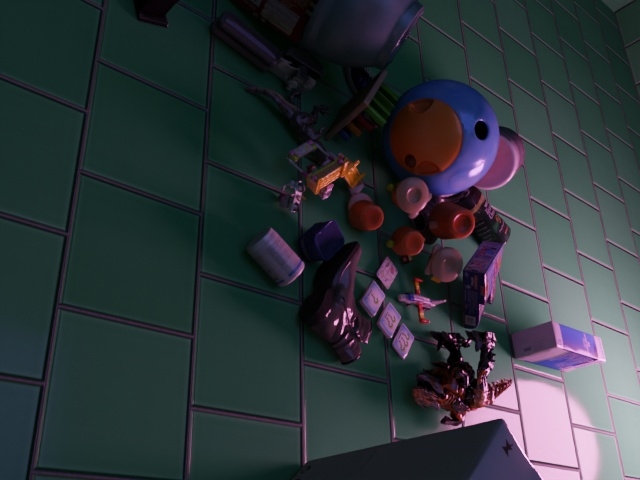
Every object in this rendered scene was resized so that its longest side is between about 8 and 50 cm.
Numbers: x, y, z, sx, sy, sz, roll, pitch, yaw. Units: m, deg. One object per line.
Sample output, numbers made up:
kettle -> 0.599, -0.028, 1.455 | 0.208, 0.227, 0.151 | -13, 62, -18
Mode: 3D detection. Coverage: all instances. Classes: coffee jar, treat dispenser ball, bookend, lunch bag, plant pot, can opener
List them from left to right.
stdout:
bookend -> -0.318, -0.550, 1.421 | 0.072, 0.157, 0.156 | 0, 68, -44
can opener -> -0.121, -0.436, 1.615 | 0.280, 0.074, 0.093 | 28, 66, -29
lunch bag -> 0.000, 0.000, 1.511 | 0.098, 0.065, 0.067 | -41, 114, -42
plant pot -> 0.116, -0.523, 1.639 | 0.196, 0.293, 0.293 | 34, 45, 1
treat dispenser ball -> 0.299, -0.256, 1.751 | 0.288, 0.288, 0.288 | 22, 55, -36
coffee jar -> 0.458, -0.064, 1.990 | 0.184, 0.079, 0.096 | 48, 43, -15

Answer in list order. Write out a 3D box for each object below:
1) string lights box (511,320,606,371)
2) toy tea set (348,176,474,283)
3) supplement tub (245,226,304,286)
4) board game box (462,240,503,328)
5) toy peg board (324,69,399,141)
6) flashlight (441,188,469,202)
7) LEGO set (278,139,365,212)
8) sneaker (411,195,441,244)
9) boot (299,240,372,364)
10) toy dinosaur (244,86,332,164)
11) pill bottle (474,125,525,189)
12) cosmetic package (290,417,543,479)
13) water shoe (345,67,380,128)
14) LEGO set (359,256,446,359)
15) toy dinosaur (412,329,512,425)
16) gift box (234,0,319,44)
string lights box -> 0.671, 0.303, 1.964 | 0.260, 0.133, 0.077 | 19, 56, -38
toy tea set -> 0.220, -0.045, 1.704 | 0.336, 0.124, 0.200 | 29, 86, -20
supplement tub -> -0.090, 0.033, 1.401 | 0.107, 0.071, 0.071 | 50, 43, -14
board game box -> 0.423, 0.099, 1.809 | 0.194, 0.060, 0.194 | -53, 144, -44
toy peg board -> 0.109, -0.310, 1.706 | 0.079, 0.160, 0.161 | 41, 45, -12
flashlight -> 0.335, -0.255, 1.961 | 0.103, 0.103, 0.304 | -6, 64, -7
LEGO set -> 0.010, -0.160, 1.578 | 0.107, 0.132, 0.287 | 42, 34, 20
sneaker -> 0.270, -0.084, 1.823 | 0.071, 0.066, 0.188 | 21, 55, -35
boot -> 0.055, 0.134, 1.500 | 0.161, 0.083, 0.246 | 49, 48, -24
toy dinosaur -> -0.046, -0.293, 1.629 | 0.268, 0.064, 0.118 | 43, 51, -15
pill bottle -> 0.510, -0.249, 2.045 | 0.161, 0.161, 0.283 | 61, 27, -1
cosmetic package -> 0.136, 0.459, 1.111 | 0.161, 0.453, 0.230 | -35, 95, -48
water shoe -> 0.136, -0.398, 1.846 | 0.073, 0.080, 0.203 | -13, 79, -48
LEGO set -> 0.201, 0.132, 1.649 | 0.182, 0.060, 0.244 | 53, 40, -14
toy dinosaur -> 0.333, 0.324, 1.646 | 0.322, 0.164, 0.218 | 22, 68, -58
gift box -> -0.067, -0.653, 1.666 | 0.255, 0.276, 0.258 | 38, 49, -6
